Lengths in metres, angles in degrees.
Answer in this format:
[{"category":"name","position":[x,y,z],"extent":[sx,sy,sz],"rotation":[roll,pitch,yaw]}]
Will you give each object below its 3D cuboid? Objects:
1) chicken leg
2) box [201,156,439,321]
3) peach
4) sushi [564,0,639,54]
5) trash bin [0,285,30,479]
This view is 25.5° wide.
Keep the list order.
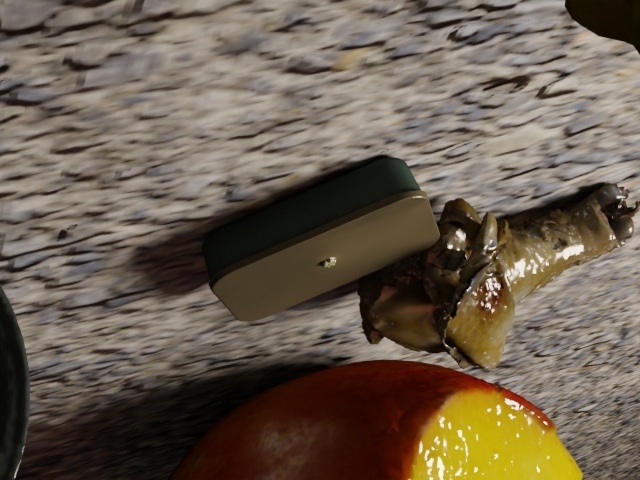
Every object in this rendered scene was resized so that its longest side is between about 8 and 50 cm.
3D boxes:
[{"category":"chicken leg","position":[0.112,0.022,0.883],"extent":[0.196,0.080,0.125],"rotation":[-5,140,-40]},{"category":"box","position":[0.000,0.000,0.776],"extent":[0.126,0.031,0.091],"rotation":[-23,159,4]},{"category":"peach","position":[0.023,0.212,1.037],"extent":[0.306,0.242,0.380],"rotation":[14,156,-21]},{"category":"sushi","position":[0.299,-0.066,0.423],"extent":[0.351,0.396,0.240],"rotation":[-15,156,-33]},{"category":"trash bin","position":[-0.231,0.075,0.571],"extent":[0.175,0.175,0.161],"rotation":[-5,164,-39]}]
